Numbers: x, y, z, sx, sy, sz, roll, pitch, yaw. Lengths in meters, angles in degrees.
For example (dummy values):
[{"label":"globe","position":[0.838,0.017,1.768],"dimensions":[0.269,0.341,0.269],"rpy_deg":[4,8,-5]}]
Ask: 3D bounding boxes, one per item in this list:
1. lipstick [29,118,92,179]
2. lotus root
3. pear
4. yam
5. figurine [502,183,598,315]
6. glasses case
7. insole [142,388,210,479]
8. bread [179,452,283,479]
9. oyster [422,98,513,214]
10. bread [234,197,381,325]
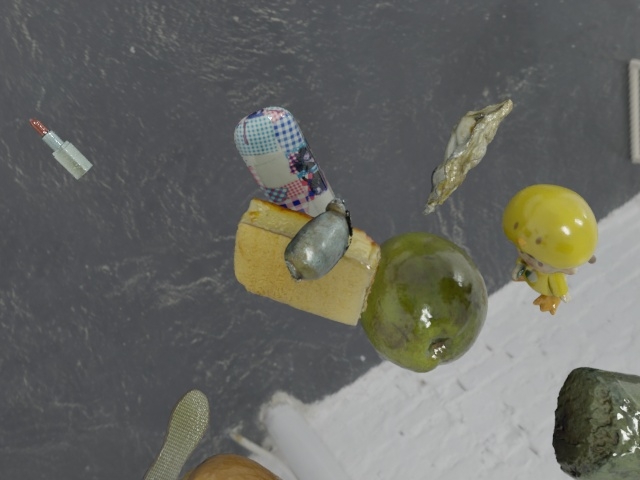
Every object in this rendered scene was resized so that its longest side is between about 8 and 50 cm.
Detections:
[{"label":"lipstick","position":[-0.469,-0.169,1.218],"dimensions":[0.030,0.030,0.129],"rpy_deg":[-32,112,24]},{"label":"lotus root","position":[0.002,0.001,1.082],"dimensions":[0.165,0.088,0.088],"rpy_deg":[-51,134,-32]},{"label":"pear","position":[0.264,0.147,1.805],"dimensions":[0.351,0.414,0.352],"rpy_deg":[-5,131,-6]},{"label":"yam","position":[0.542,0.315,1.104],"dimensions":[0.299,0.195,0.195],"rpy_deg":[9,111,-4]},{"label":"figurine","position":[0.512,0.019,1.555],"dimensions":[0.187,0.215,0.344],"rpy_deg":[-42,150,-18]},{"label":"glasses case","position":[-0.064,-0.134,1.370],"dimensions":[0.125,0.076,0.327],"rpy_deg":[-23,136,8]},{"label":"insole","position":[-0.289,0.413,1.393],"dimensions":[0.086,0.253,0.005],"rpy_deg":[32,133,-10]},{"label":"bread","position":[-0.097,0.292,0.623],"dimensions":[0.204,0.163,0.262],"rpy_deg":[-39,154,-2]},{"label":"oyster","position":[0.154,-0.093,0.787],"dimensions":[0.045,0.121,0.146],"rpy_deg":[29,69,-13]},{"label":"bread","position":[-0.027,0.042,1.328],"dimensions":[0.114,0.274,0.185],"rpy_deg":[-62,168,-48]}]
